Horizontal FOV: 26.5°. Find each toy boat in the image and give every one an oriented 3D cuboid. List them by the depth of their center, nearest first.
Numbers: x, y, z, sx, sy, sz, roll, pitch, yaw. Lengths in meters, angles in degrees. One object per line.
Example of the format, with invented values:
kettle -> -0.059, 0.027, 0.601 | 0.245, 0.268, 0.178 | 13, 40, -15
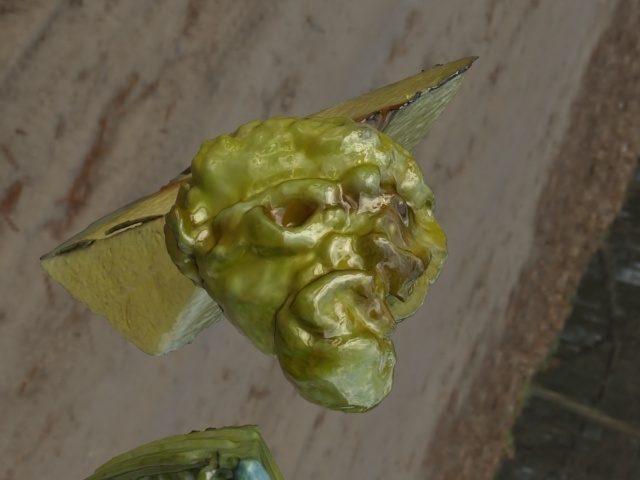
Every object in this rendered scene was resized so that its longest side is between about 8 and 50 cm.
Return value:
toy boat -> -0.103, 0.215, 1.119 | 0.084, 0.276, 0.111 | -25, 93, -41

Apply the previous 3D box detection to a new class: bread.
bread -> -0.078, -0.088, 1.542 | 0.345, 0.242, 0.405 | -31, 158, -41

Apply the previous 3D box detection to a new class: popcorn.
popcorn -> 0.000, 0.000, 1.225 | 0.225, 0.286, 0.174 | -48, 144, -2
